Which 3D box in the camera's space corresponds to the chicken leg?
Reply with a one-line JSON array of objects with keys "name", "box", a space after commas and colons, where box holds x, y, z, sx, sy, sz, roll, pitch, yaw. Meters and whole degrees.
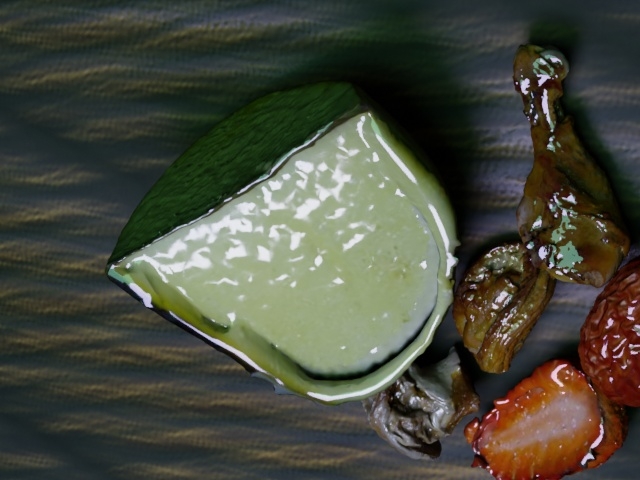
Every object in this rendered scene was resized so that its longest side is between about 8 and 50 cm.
[{"name": "chicken leg", "box": [0.236, -0.073, 1.697, 0.107, 0.087, 0.251, -10, 100, 12]}]

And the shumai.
[{"name": "shumai", "box": [0.108, 0.161, 1.843, 0.116, 0.145, 0.145, -42, 89, 10]}]

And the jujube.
[{"name": "jujube", "box": [0.319, 0.079, 1.671, 0.112, 0.109, 0.176, 26, 130, 5]}]

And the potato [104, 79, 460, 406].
[{"name": "potato", "box": [0.000, 0.000, 1.791, 0.330, 0.213, 0.280, -34, 110, 19]}]

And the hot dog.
[{"name": "hot dog", "box": [0.187, 0.069, 1.780, 0.099, 0.065, 0.147, 60, 136, 39]}]

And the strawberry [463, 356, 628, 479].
[{"name": "strawberry", "box": [0.241, 0.188, 1.810, 0.188, 0.082, 0.121, -25, 79, 42]}]
